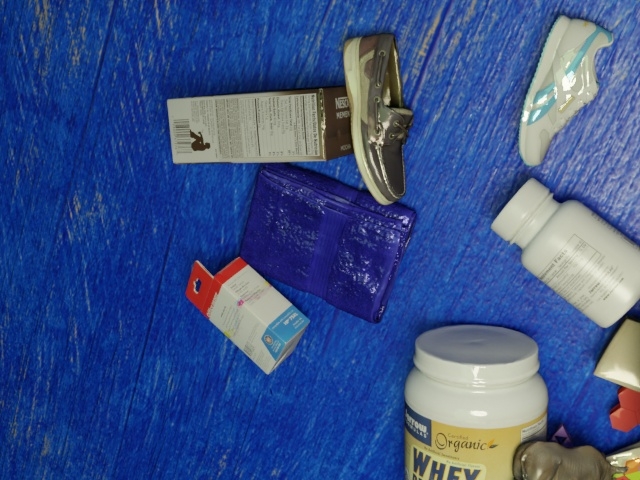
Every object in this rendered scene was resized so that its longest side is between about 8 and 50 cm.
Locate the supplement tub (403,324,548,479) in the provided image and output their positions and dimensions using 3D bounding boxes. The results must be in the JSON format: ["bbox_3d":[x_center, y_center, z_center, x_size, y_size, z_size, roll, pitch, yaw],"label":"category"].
[{"bbox_3d":[0.250,0.315,1.229,0.228,0.228,0.316,4,103,25],"label":"supplement tub"}]

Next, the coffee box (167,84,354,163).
[{"bbox_3d":[-0.091,-0.200,1.310,0.297,0.168,0.118,1,102,25],"label":"coffee box"}]

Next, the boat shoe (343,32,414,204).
[{"bbox_3d":[0.108,-0.203,1.253,0.092,0.103,0.285,-9,92,32],"label":"boat shoe"}]

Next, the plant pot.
[{"bbox_3d":[0.489,0.173,1.156,0.109,0.109,0.096,20,98,21],"label":"plant pot"}]

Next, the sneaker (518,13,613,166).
[{"bbox_3d":[0.362,-0.215,1.136,0.092,0.087,0.228,21,112,18],"label":"sneaker"}]

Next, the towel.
[{"bbox_3d":[0.000,0.000,1.363,0.308,0.076,0.227,23,110,19],"label":"towel"}]

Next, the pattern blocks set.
[{"bbox_3d":[0.500,0.413,1.213,0.285,0.026,0.325,-40,92,20],"label":"pattern blocks set"}]

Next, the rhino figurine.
[{"bbox_3d":[0.377,0.357,1.131,0.073,0.243,0.106,13,90,61],"label":"rhino figurine"}]

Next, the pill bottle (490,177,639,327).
[{"bbox_3d":[0.381,0.013,1.152,0.229,0.131,0.131,40,115,12],"label":"pill bottle"}]

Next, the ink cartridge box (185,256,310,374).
[{"bbox_3d":[-0.143,0.128,1.434,0.231,0.078,0.134,42,141,11],"label":"ink cartridge box"}]
